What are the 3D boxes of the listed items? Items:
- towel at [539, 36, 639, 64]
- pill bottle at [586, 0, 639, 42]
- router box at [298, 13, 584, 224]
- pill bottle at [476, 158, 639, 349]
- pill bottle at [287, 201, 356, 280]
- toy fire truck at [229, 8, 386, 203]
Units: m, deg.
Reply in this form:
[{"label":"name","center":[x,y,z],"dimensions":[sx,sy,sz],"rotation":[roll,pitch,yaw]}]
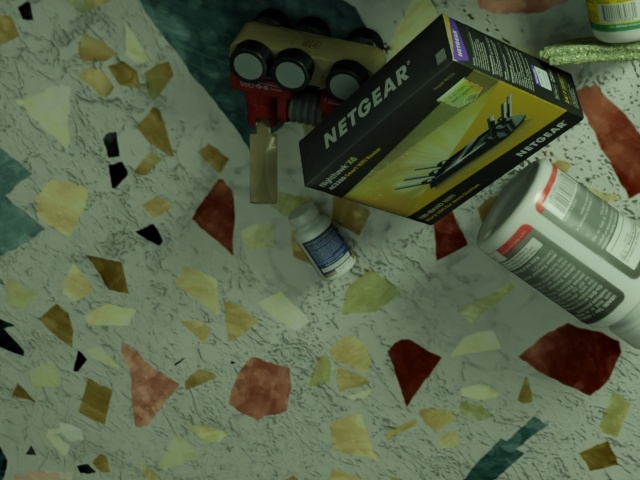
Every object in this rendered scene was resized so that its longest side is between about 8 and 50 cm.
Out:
[{"label":"towel","center":[0.366,-0.252,1.362],"dimensions":[0.148,0.110,0.027],"rotation":[0,107,18]},{"label":"pill bottle","center":[0.378,-0.363,1.284],"dimensions":[0.117,0.117,0.208],"rotation":[-8,116,22]},{"label":"router box","center":[0.158,-0.149,1.407],"dimensions":[0.243,0.081,0.309],"rotation":[15,143,-34]},{"label":"pill bottle","center":[0.382,0.024,1.490],"dimensions":[0.283,0.161,0.161],"rotation":[35,124,-5]},{"label":"pill bottle","center":[0.000,0.000,1.654],"dimensions":[0.067,0.067,0.120],"rotation":[-23,111,28]},{"label":"toy fire truck","center":[-0.028,-0.181,1.518],"dimensions":[0.217,0.158,0.246],"rotation":[13,135,9]}]
